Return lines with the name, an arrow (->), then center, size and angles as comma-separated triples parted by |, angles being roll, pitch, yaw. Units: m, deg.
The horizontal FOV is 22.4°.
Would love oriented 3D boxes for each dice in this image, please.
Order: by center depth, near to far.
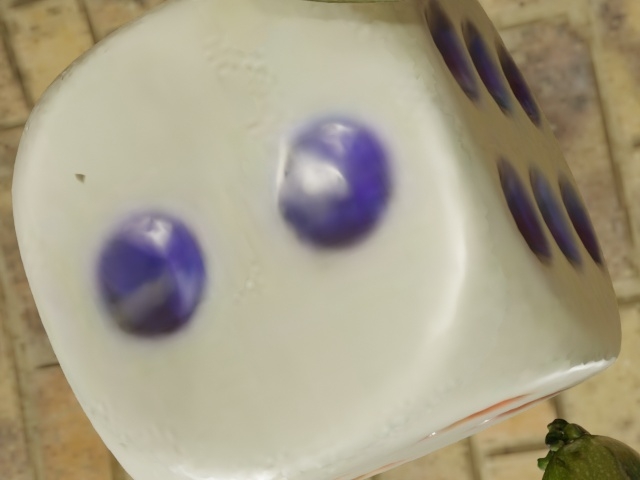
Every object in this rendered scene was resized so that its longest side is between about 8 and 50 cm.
dice -> 0.000, 0.000, 1.070 | 0.304, 0.304, 0.277 | 68, -161, 11

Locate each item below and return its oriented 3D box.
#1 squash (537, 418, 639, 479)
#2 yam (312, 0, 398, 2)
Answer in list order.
squash -> 0.156, 0.192, 0.722 | 0.080, 0.071, 0.318 | 17, -143, -34
yam -> -0.014, -0.144, 0.742 | 0.070, 0.146, 0.070 | -179, 90, -73
